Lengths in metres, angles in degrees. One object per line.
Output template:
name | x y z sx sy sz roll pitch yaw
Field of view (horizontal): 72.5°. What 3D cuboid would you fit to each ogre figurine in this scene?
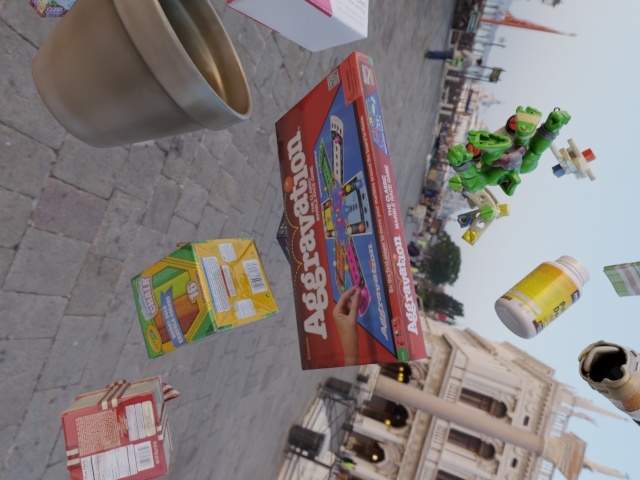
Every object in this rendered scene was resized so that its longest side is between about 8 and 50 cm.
ogre figurine | 0.299 -0.138 0.718 0.197 0.097 0.118 -36 146 -16

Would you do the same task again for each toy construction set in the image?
toy construction set | 0.435 -0.149 0.984 0.215 0.327 0.151 67 18 13

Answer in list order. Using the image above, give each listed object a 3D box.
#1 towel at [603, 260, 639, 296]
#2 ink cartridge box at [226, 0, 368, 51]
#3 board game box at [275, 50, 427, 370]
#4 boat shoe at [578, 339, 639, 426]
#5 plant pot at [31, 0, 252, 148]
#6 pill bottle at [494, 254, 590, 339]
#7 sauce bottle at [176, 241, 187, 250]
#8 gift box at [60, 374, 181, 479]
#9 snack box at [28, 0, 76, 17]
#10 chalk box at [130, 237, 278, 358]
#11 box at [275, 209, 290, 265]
towel | 0.841 0.102 1.140 0.152 0.113 0.023 -21 -159 51
ink cartridge box | -0.021 -0.392 0.548 0.172 0.100 0.237 0 93 -52
board game box | 0.015 -0.022 0.430 0.027 0.145 0.282 4 71 -37
boat shoe | 0.550 0.239 0.818 0.113 0.103 0.302 -48 172 9
plant pot | -0.320 -0.307 0.774 0.323 0.280 0.323 59 16 -29
pill bottle | 0.535 0.130 1.049 0.215 0.117 0.117 -36 158 -9
sauce bottle | -0.501 0.071 1.596 0.042 0.042 0.128 -36 128 -69
gift box | -0.517 0.524 1.192 0.258 0.276 0.255 157 -73 -71
snack box | -0.477 -0.484 0.849 0.100 0.037 0.141 -34 -170 34
chalk box | -0.269 0.130 0.929 0.179 0.288 0.180 -4 70 -56
box | 0.000 0.000 1.103 0.247 0.142 0.163 71 26 -52
